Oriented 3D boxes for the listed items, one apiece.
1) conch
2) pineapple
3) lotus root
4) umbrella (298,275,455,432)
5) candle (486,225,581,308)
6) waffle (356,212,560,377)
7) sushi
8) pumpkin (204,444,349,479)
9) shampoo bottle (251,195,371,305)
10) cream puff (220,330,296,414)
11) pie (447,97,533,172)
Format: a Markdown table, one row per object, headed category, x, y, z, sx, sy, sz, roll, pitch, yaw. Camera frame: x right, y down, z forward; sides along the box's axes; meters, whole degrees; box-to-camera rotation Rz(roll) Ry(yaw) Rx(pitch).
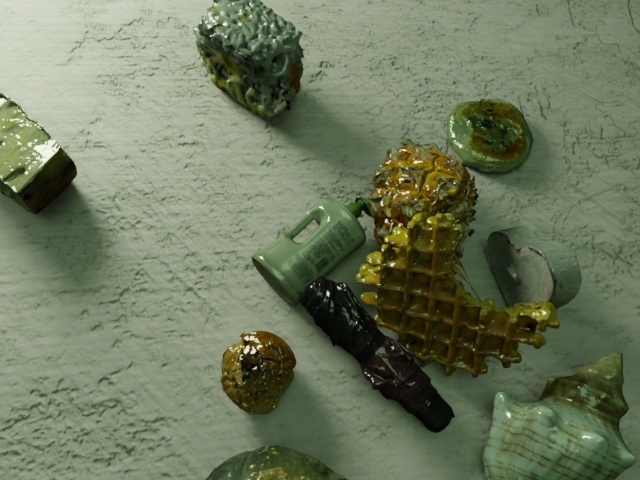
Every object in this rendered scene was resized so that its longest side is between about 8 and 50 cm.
| category | x | y | z | sx | sy | sz | roll | pitch | yaw |
| --- | --- | --- | --- | --- | --- | --- | --- | --- | --- |
| conch | 0.355 | 0.316 | 0.807 | 0.386 | 0.170 | 0.203 | -39 | 51 | -20 |
| pineapple | 0.178 | -0.051 | 0.915 | 0.161 | 0.158 | 0.335 | 9 | 77 | -34 |
| lotus root | -0.541 | -0.149 | 0.925 | 0.235 | 0.138 | 0.119 | 40 | 65 | 11 |
| umbrella | 0.094 | 0.188 | 0.860 | 0.090 | 0.094 | 0.326 | -44 | 92 | -6 |
| candle | 0.372 | 0.067 | 0.922 | 0.068 | 0.192 | 0.169 | -14 | 114 | -12 |
| waffle | 0.202 | 0.100 | 0.847 | 0.293 | 0.260 | 0.069 | 45 | 39 | -2 |
| sushi | -0.129 | -0.355 | 1.018 | 0.274 | 0.184 | 0.139 | 36 | 71 | 8 |
| pumpkin | -0.049 | 0.439 | 0.666 | 0.291 | 0.257 | 0.328 | 2 | 74 | 9 |
| shampoo bottle | 0.000 | 0.000 | 0.939 | 0.234 | 0.087 | 0.118 | -41 | 83 | -19 |
| cream puff | -0.101 | 0.212 | 0.839 | 0.119 | 0.104 | 0.133 | 10 | 68 | -9 |
| pie | 0.355 | -0.224 | 1.087 | 0.186 | 0.041 | 0.187 | 1 | 68 | -3 |
